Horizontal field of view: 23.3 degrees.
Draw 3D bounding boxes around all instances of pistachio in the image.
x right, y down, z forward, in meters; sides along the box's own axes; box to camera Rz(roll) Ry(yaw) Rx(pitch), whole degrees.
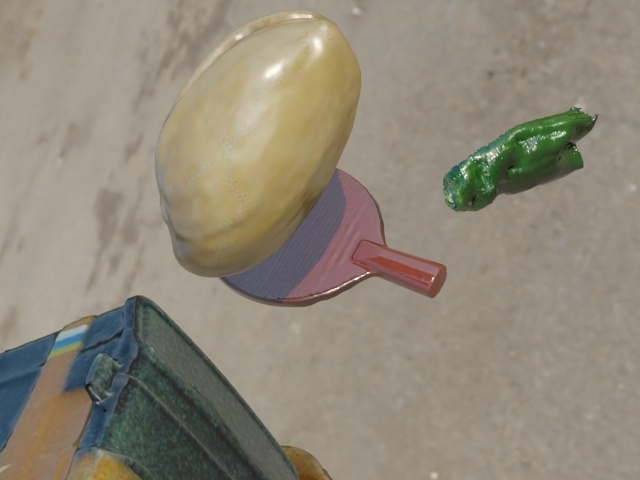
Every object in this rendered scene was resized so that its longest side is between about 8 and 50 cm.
[{"bbox_3d":[-0.067,-0.097,1.565,0.293,0.182,0.162,-61,20,5],"label":"pistachio"}]

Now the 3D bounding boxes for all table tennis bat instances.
[{"bbox_3d":[0.000,0.000,1.822,0.200,0.310,0.038,-60,-24,-25],"label":"table tennis bat"}]

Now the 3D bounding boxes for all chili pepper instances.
[{"bbox_3d":[0.253,-0.099,1.909,0.061,0.224,0.098,44,148,47],"label":"chili pepper"}]

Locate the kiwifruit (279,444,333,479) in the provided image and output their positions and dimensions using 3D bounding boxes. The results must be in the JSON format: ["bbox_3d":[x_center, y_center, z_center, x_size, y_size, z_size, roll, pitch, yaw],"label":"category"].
[{"bbox_3d":[-0.048,0.165,0.878,0.124,0.075,0.075,-30,33,3],"label":"kiwifruit"}]

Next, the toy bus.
[{"bbox_3d":[-0.149,0.145,0.647,0.275,0.138,0.167,-21,32,28],"label":"toy bus"}]
